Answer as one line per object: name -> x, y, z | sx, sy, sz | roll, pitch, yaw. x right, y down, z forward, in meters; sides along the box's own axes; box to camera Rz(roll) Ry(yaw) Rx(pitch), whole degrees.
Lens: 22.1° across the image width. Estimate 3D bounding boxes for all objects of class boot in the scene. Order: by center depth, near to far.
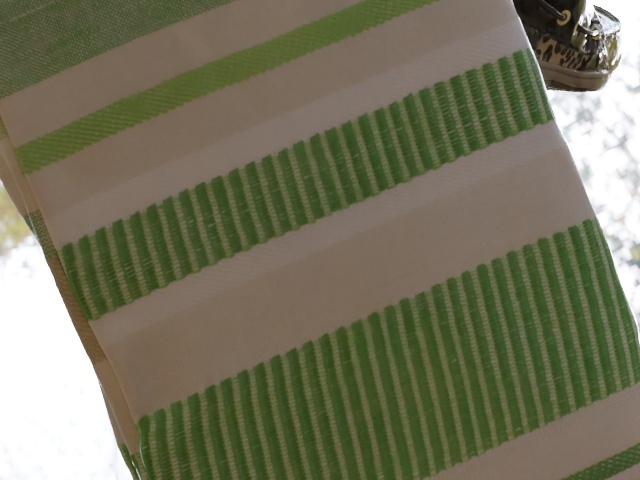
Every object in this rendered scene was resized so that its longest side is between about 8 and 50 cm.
boot -> 0.240, -0.299, 1.625 | 0.377, 0.138, 0.284 | -9, -57, -55

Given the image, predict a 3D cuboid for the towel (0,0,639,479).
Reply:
towel -> 0.000, 0.000, 0.738 | 0.248, 0.038, 0.325 | -23, -88, -9
